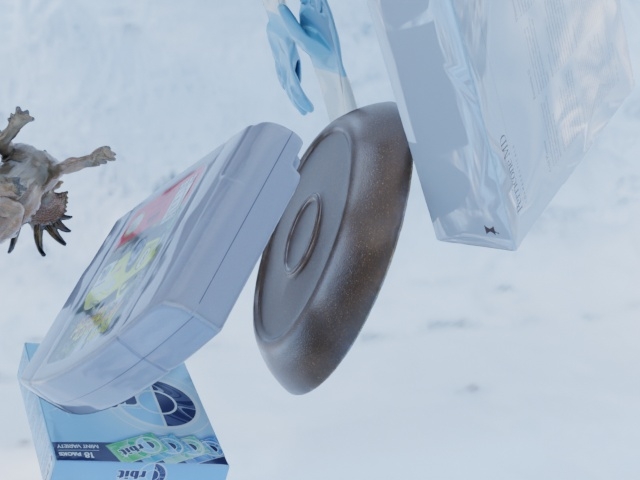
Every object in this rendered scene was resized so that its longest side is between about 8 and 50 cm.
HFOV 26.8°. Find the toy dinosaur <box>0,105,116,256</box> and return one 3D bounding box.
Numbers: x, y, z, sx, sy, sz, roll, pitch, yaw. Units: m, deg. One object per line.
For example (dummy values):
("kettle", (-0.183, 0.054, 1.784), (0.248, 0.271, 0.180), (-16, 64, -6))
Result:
("toy dinosaur", (-0.383, -0.047, 1.647), (0.127, 0.295, 0.200), (42, 127, 10))

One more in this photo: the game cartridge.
("game cartridge", (-0.132, 0.035, 1.028), (0.060, 0.196, 0.294), (33, 149, -19))

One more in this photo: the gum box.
("gum box", (-0.183, 0.162, 1.222), (0.156, 0.184, 0.041), (7, 116, -24))

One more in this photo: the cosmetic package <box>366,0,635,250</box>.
("cosmetic package", (0.164, -0.225, 1.225), (0.097, 0.284, 0.377), (7, 131, 34))

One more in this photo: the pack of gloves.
("pack of gloves", (-0.036, -0.231, 1.597), (0.046, 0.195, 0.232), (-27, 120, -20))

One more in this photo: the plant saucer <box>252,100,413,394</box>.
("plant saucer", (0.000, 0.000, 1.348), (0.050, 0.311, 0.311), (18, 116, -17))
